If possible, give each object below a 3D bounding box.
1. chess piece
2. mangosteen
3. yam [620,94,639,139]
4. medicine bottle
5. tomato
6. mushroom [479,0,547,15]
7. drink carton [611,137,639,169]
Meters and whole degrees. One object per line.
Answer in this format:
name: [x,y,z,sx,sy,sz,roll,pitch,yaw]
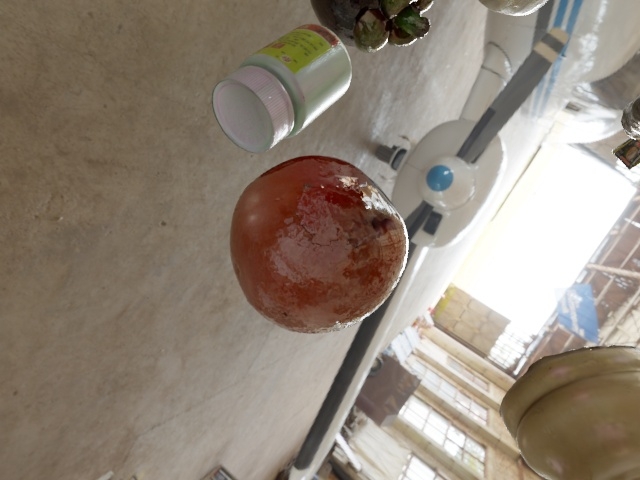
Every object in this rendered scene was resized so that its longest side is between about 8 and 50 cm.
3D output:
chess piece: [0.224,0.197,0.231,0.307,0.138,0.124,-86,-162,-65]
mangosteen: [0.128,-0.584,1.008,0.300,0.300,0.300,-48,159,-25]
yam: [0.407,-0.161,0.477,0.061,0.061,0.274,-61,168,11]
medicine bottle: [-0.057,-0.251,0.712,0.225,0.139,0.139,-50,160,-35]
tomato: [0.000,0.000,0.504,0.208,0.208,0.184,-36,169,-46]
mushroom: [0.174,-0.268,0.283,0.223,0.081,0.092,107,-7,-57]
drink carton: [0.883,-0.271,1.164,0.166,0.071,0.056,-46,171,35]
